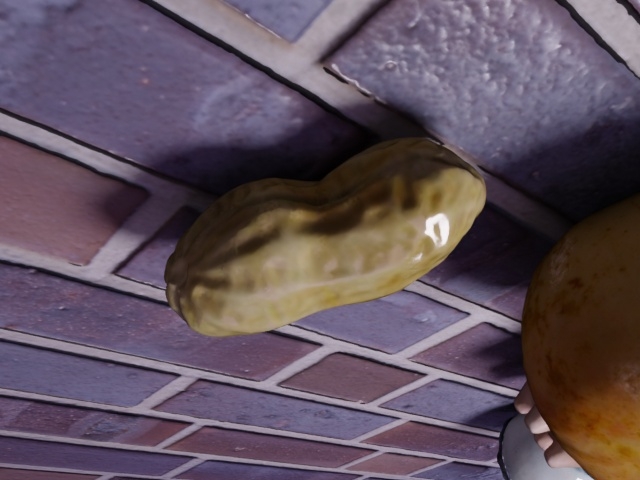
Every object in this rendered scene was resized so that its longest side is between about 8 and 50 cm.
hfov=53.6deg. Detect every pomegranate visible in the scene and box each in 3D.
[{"bbox_3d":[0.380,0.101,0.666,0.342,0.343,0.342,-5,147,-4],"label":"pomegranate"}]

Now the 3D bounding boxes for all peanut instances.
[{"bbox_3d":[0.000,0.000,0.578,0.305,0.147,0.147,-15,146,8],"label":"peanut"}]

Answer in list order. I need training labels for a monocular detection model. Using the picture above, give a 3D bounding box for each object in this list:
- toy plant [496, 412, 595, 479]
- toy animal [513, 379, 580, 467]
[{"bbox_3d":[0.509,0.359,1.150,0.247,0.247,0.332,8,140,-22],"label":"toy plant"},{"bbox_3d":[0.436,0.240,0.929,0.269,0.237,0.326,-34,-179,4],"label":"toy animal"}]
